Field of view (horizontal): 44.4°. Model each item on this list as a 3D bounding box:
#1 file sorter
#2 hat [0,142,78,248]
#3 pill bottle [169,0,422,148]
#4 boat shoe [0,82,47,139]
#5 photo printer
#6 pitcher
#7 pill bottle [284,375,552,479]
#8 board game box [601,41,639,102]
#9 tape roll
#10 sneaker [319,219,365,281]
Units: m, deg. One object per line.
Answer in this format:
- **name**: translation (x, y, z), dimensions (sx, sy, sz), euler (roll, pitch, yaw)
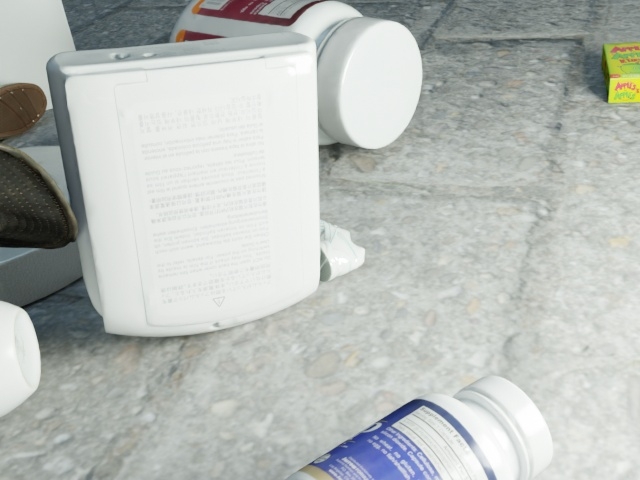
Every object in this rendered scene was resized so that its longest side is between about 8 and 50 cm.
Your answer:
- **file sorter**: translation (-0.619, -0.410, 1.578), dimensions (0.192, 0.278, 0.173), euler (-23, 31, -23)
- **hat**: translation (-0.391, -0.002, 0.686), dimensions (0.331, 0.331, 0.134), euler (1, 66, 14)
- **pill bottle**: translation (-0.045, -0.279, 1.270), dimensions (0.392, 0.224, 0.224), euler (22, 42, 40)
- **boat shoe**: translation (-0.627, -0.222, 1.445), dimensions (0.095, 0.095, 0.257), euler (6, 33, 33)
- **photo printer**: translation (-0.123, -0.045, 0.805), dimensions (0.256, 0.308, 0.107), euler (-11, 28, -16)
- **pitcher**: translation (-0.381, 0.149, 0.746), dimensions (0.207, 0.125, 0.178), euler (-12, 63, -6)
- **pill bottle**: translation (0.075, 0.178, 0.575), dimensions (0.186, 0.112, 0.112), euler (-24, 34, -27)
- **board game box**: translation (0.528, -0.285, 1.321), dimensions (0.092, 0.043, 0.181), euler (1, 31, 15)
- **tape roll**: translation (-0.460, -0.022, 1.083), dimensions (0.392, 0.072, 0.392), euler (-6, 30, 3)
- **sneaker**: translation (0.000, 0.000, 0.964), dimensions (0.061, 0.054, 0.152), euler (-12, 35, -25)
